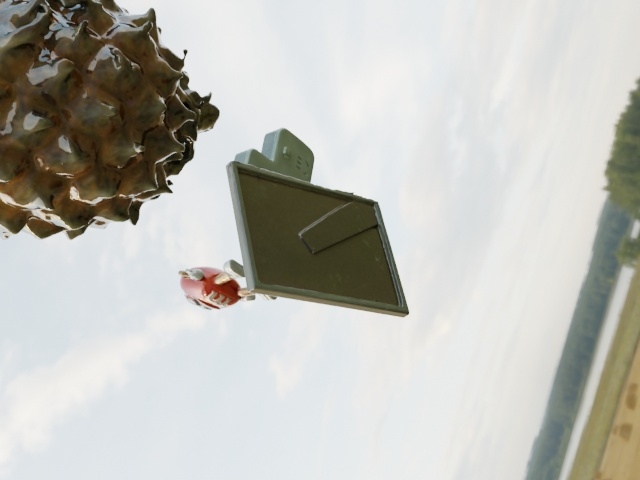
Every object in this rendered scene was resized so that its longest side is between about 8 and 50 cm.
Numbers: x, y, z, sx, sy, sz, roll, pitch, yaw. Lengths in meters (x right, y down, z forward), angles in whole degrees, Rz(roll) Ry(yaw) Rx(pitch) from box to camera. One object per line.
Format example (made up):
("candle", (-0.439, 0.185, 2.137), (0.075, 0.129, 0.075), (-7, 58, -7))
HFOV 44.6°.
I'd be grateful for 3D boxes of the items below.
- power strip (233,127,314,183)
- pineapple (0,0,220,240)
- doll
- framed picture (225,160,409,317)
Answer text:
("power strip", (-0.100, -0.113, 1.598), (0.193, 0.059, 0.265), (35, -126, -43))
("pineapple", (-0.150, -0.077, 0.465), (0.193, 0.166, 0.166), (-4, -68, -32))
("doll", (-0.217, 0.095, 1.618), (0.183, 0.217, 0.085), (38, -123, -43))
("framed picture", (0.000, 0.000, 1.248), (0.315, 0.024, 0.232), (12, -128, -36))
